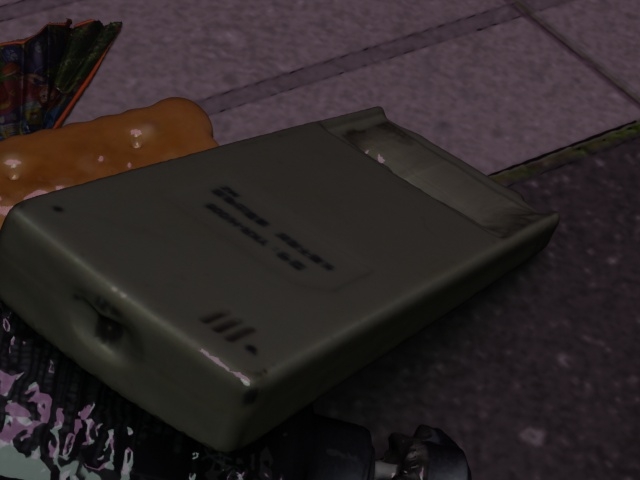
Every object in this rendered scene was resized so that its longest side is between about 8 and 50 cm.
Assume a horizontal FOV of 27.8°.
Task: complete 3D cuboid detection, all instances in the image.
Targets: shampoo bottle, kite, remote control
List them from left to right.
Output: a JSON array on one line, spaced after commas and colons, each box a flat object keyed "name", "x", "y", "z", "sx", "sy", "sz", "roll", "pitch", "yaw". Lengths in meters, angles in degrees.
[{"name": "kite", "x": -0.209, "y": -0.070, "z": 0.658, "sx": 0.241, "sy": 0.014, "sz": 0.183, "roll": -13, "pitch": 54, "yaw": -17}, {"name": "shampoo bottle", "x": -0.089, "y": 0.067, "z": 0.500, "sx": 0.310, "sy": 0.071, "sz": 0.098, "roll": 14, "pitch": 61, "yaw": -12}, {"name": "remote control", "x": 0.000, "y": 0.000, "z": 0.547, "sx": 0.123, "sy": 0.038, "sz": 0.285, "roll": 32, "pitch": 27, "yaw": 19}]

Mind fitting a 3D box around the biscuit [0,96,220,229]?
[{"name": "biscuit", "x": -0.144, "y": 0.019, "z": 0.575, "sx": 0.250, "sy": 0.030, "sz": 0.160, "roll": -15, "pitch": 60, "yaw": -19}]
